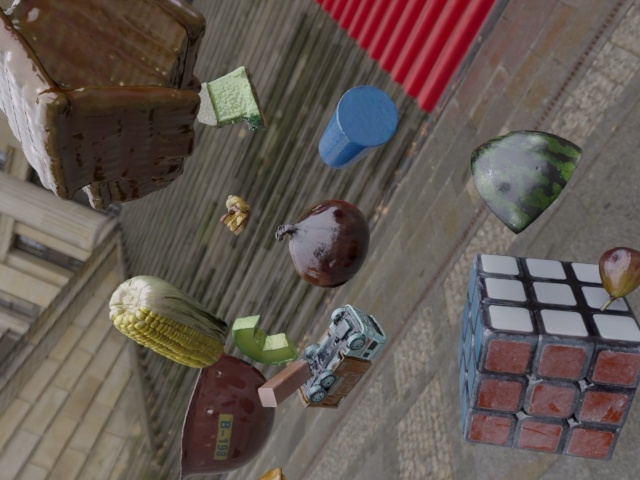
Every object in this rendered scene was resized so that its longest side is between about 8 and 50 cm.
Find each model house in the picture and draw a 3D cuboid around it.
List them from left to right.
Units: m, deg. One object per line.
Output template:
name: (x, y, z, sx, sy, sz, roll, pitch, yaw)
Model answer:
model house: (-0.221, -0.139, 0.587, 0.199, 0.220, 0.229, -46, 27, 50)
model house: (-0.277, -0.406, 1.847, 0.214, 0.189, 0.194, -98, -8, -80)

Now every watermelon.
watermelon: (0.378, -0.125, 1.100, 0.145, 0.137, 0.192, -44, 57, 44)

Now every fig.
fig: (0.016, 0.006, 1.577, 0.214, 0.235, 0.234, 40, -113, -52)
fig: (0.563, 0.076, 1.145, 0.089, 0.089, 0.125, 144, 147, -75)

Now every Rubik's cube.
Rubik's cube: (0.460, 0.234, 1.282, 0.301, 0.304, 0.305, -73, -12, -60)

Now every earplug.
earplug: (0.067, -0.235, 1.377, 0.273, 0.133, 0.132, 147, 146, -74)

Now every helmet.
helmet: (-0.242, 0.492, 1.672, 0.337, 0.230, 0.384, -106, 26, -83)

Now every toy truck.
toy truck: (0.062, 0.341, 1.749, 0.305, 0.162, 0.136, -55, 38, 18)

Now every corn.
corn: (-0.281, 0.160, 1.167, 0.123, 0.122, 0.305, -56, -28, -13)

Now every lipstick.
lipstick: (-0.076, 0.313, 1.339, 0.145, 0.045, 0.045, -25, -76, -55)

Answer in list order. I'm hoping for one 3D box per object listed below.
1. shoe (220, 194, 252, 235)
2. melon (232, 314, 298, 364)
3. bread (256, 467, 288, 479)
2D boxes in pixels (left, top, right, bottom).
shoe: (-0.210, -0.068, 1.530, 0.072, 0.069, 0.109, -25, 38, 48)
melon: (-0.172, 0.295, 1.796, 0.118, 0.209, 0.064, -33, 31, 19)
bread: (-0.076, 0.513, 0.994, 0.140, 0.229, 0.143, -18, -28, -36)
